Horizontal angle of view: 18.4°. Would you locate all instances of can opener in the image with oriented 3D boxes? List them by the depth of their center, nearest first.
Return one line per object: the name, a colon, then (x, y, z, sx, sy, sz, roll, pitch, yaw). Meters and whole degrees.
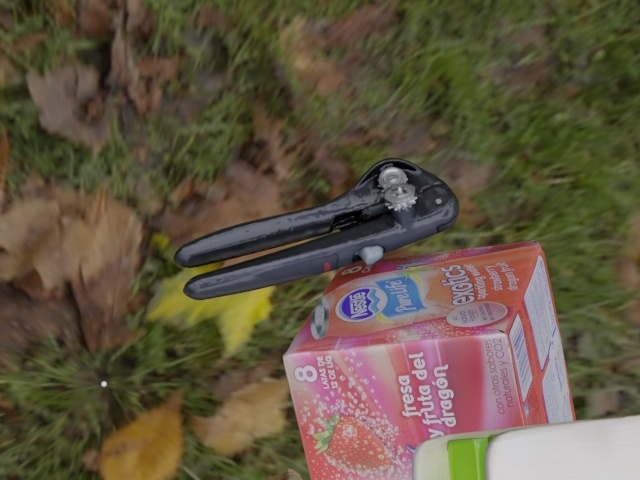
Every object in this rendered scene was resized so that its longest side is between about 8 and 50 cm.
can opener: (0.000, 0.000, 1.245, 0.186, 0.073, 0.059, -18, 50, -14)

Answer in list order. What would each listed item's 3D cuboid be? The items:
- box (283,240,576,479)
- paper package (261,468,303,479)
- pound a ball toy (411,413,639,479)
box: (0.090, 0.168, 1.259, 0.142, 0.154, 0.300, -6, 110, 18)
paper package: (-0.043, 0.440, 1.819, 0.309, 0.168, 0.325, 48, 46, -11)
pound a ball toy: (0.152, 0.246, 0.969, 0.135, 0.208, 0.319, -5, 84, -17)
